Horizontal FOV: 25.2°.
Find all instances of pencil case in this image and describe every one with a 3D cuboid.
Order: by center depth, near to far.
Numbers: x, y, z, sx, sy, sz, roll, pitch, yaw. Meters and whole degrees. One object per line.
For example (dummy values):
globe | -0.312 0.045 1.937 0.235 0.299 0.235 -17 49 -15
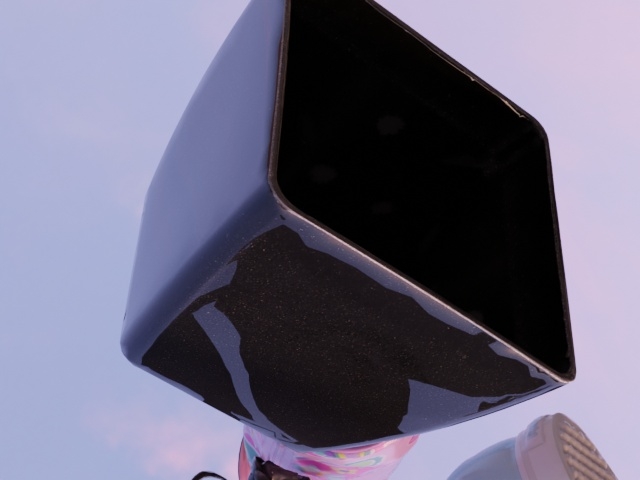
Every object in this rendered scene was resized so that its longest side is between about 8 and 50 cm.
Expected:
pencil case | 0.005 0.112 0.964 0.124 0.284 0.124 1 -108 -4

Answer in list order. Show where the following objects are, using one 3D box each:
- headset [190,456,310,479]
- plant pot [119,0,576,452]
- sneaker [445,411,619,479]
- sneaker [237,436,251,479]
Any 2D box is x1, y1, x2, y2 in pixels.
headset | -0.089 0.323 0.862 0.243 0.394 0.185 16 170 17
plant pot | 0.000 0.000 0.740 0.187 0.167 0.188 32 -141 -27
sneaker | 0.204 0.314 1.069 0.366 0.150 0.135 63 -155 5
sneaker | 0.013 0.343 1.912 0.314 0.136 0.116 48 -132 -49
